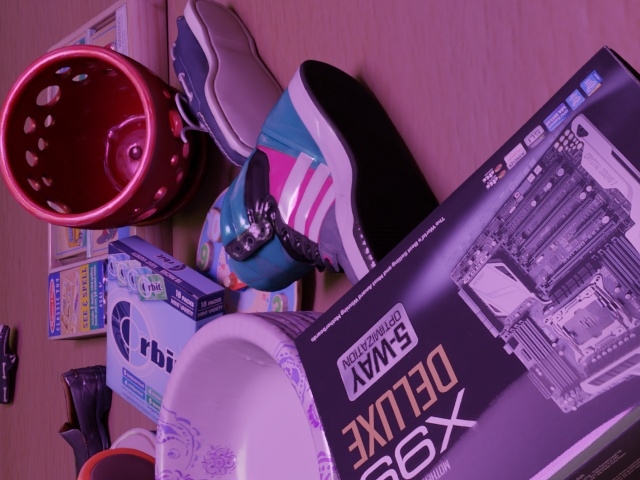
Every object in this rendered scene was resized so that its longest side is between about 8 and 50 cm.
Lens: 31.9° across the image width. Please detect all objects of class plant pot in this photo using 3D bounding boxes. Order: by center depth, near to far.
[{"bbox_3d":[-0.226,-0.100,1.219,0.191,0.174,0.191,-2,83,19],"label":"plant pot"}]

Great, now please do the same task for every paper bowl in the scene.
[{"bbox_3d":[-0.014,0.201,0.952,0.284,0.148,0.284,-2,87,55],"label":"paper bowl"}]

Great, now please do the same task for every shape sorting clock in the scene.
[{"bbox_3d":[-0.080,0.043,1.154,0.206,0.040,0.206,-7,81,54],"label":"shape sorting clock"}]

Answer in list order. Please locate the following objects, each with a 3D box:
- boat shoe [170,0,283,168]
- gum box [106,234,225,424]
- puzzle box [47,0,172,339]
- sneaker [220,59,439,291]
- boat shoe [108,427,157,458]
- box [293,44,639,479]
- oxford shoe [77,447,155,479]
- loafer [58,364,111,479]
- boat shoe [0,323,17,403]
[{"bbox_3d":[-0.104,-0.152,1.157,0.079,0.095,0.254,-56,44,33],"label":"boat shoe"},{"bbox_3d":[-0.172,0.108,1.215,0.157,0.041,0.184,27,123,39],"label":"gum box"},{"bbox_3d":[-0.277,-0.081,1.432,0.272,0.052,0.409,-14,77,54],"label":"puzzle box"},{"bbox_3d":[0.000,0.000,0.970,0.178,0.123,0.296,-53,40,32],"label":"sneaker"},{"bbox_3d":[-0.116,0.330,1.156,0.112,0.095,0.335,-44,52,11],"label":"boat shoe"},{"bbox_3d":[0.134,0.062,0.699,0.307,0.076,0.242,-44,36,19],"label":"box"},{"bbox_3d":[-0.125,0.367,1.032,0.364,0.130,0.133,53,132,33],"label":"oxford shoe"},{"bbox_3d":[-0.309,0.246,1.440,0.062,0.061,0.170,-6,83,53],"label":"loafer"},{"bbox_3d":[-0.484,0.190,1.713,0.046,0.038,0.125,-124,44,-85],"label":"boat shoe"}]
